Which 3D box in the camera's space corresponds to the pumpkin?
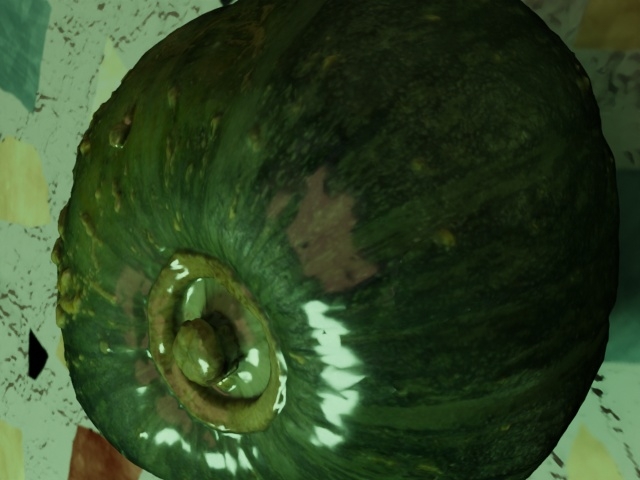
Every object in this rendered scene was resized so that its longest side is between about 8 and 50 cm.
[{"bbox_3d":[0.000,0.000,0.603,0.327,0.257,0.291,4,107,37],"label":"pumpkin"}]
